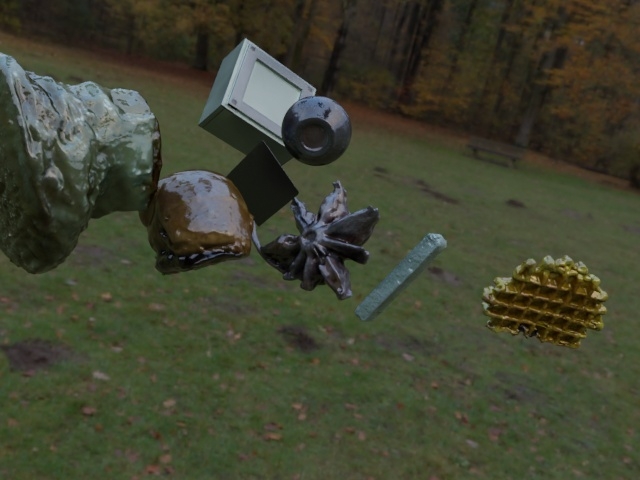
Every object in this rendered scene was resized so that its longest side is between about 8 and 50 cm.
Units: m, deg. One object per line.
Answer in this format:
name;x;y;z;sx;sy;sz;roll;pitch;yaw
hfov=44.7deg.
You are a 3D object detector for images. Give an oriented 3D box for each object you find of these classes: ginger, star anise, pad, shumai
ginger;-0.250;-0.047;1.621;0.201;0.222;0.269;-8;-6;-31
star anise;0.000;0.000;1.801;0.139;0.316;0.359;45;20;-55
pad;-0.134;-0.123;1.739;0.003;0.142;0.211;-36;2;-35
shumai;-0.463;-0.159;1.437;0.324;0.397;0.324;-18;3;-37

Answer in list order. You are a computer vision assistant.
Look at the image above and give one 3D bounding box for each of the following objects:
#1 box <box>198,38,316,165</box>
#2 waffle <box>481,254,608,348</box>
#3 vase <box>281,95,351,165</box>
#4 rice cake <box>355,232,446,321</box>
box;-0.146;-0.332;1.906;0.225;0.224;0.117;30;-35;-25
waffle;0.517;0.151;1.808;0.283;0.309;0.065;-24;32;14
vase;-0.003;-0.200;1.360;0.120;0.120;0.183;14;20;0
rice cake;0.110;0.053;1.079;0.033;0.170;0.029;-1;47;-55
